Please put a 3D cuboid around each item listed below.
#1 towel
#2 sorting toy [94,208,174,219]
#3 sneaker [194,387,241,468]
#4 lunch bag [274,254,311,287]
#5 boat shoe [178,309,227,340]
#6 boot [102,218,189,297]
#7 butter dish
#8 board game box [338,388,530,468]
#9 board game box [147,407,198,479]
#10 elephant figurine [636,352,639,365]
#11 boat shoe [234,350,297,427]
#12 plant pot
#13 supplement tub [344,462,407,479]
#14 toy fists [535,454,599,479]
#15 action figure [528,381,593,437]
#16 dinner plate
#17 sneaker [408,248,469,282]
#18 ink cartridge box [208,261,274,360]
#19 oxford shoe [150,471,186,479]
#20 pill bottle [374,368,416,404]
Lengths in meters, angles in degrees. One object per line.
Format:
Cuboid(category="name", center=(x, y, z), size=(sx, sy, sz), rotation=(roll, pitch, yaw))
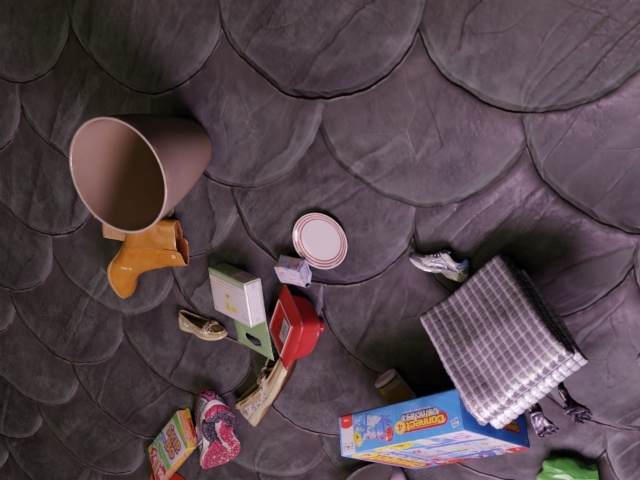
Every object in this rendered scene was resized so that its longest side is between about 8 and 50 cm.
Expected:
Cuboid(category="towel", center=(0.343, 0.187, 1.320), size=(0.235, 0.121, 0.283), rotation=(-49, 41, 22))
Cuboid(category="sorting toy", center=(-0.497, -0.116, 1.760), size=(0.348, 0.047, 0.196), rotation=(-24, 100, 33))
Cuboid(category="sneaker", center=(-0.298, 0.542, 1.926), size=(0.112, 0.121, 0.299), rotation=(52, 145, 42))
Cuboid(category="lunch bag", center=(-0.063, 0.078, 1.623), size=(0.071, 0.053, 0.083), rotation=(10, 143, 24))
Cuboid(category="boat shoe", center=(-0.320, 0.228, 1.820), size=(0.153, 0.056, 0.048), rotation=(15, 123, 29))
Cuboid(category="boot", center=(-0.453, 0.056, 1.789), size=(0.211, 0.104, 0.295), rotation=(8, 131, 7))
Cuboid(category="butter dish", center=(-0.046, 0.210, 1.643), size=(0.159, 0.118, 0.160), rotation=(-118, 39, -47))
Cuboid(category="board game box", center=(0.251, 0.424, 1.481), size=(0.302, 0.308, 0.086), rotation=(-24, 56, 33))
Cuboid(category="board game box", center=(-0.447, 0.622, 2.036), size=(0.259, 0.039, 0.124), rotation=(-50, 50, 32))
Cuboid(category="elephant figurine", center=(0.718, 0.277, 1.275), size=(0.169, 0.186, 0.239), rotation=(-36, 108, -9))
Cuboid(category="boat shoe", center=(-0.149, 0.384, 1.771), size=(0.089, 0.104, 0.285), rotation=(35, 124, 6))
Cuboid(category="plant pot", center=(-0.373, -0.182, 1.532), size=(0.257, 0.274, 0.256), rotation=(10, 115, 23))
Cuboid(category="supplement tub", center=(0.174, 0.722, 1.705), size=(0.191, 0.191, 0.272), rotation=(-21, 101, 32))
Cuboid(category="toy fists", center=(0.561, 0.610, 1.520), size=(0.142, 0.096, 0.279), rotation=(-7, 107, 19))
Cuboid(category="action figure", center=(0.430, 0.270, 1.394), size=(0.164, 0.275, 0.141), rotation=(-31, 135, 10))
Cuboid(category="dinner plate", center=(0.000, 0.000, 1.578), size=(0.141, 0.017, 0.141), rotation=(10, 115, 22))
Cuboid(category="sneaker", center=(0.258, 0.041, 1.452), size=(0.135, 0.052, 0.058), rotation=(17, 109, 11))
Cuboid(category="ink cartridge box", center=(-0.202, 0.186, 1.705), size=(0.171, 0.056, 0.235), rotation=(18, 120, 48))
Cuboid(category="oxford shoe", center=(-0.442, 0.836, 2.129), size=(0.271, 0.097, 0.098), rotation=(44, 130, 3))
Cuboid(category="pill bottle", center=(0.189, 0.371, 1.617), size=(0.065, 0.065, 0.116), rotation=(-38, 92, 34))
